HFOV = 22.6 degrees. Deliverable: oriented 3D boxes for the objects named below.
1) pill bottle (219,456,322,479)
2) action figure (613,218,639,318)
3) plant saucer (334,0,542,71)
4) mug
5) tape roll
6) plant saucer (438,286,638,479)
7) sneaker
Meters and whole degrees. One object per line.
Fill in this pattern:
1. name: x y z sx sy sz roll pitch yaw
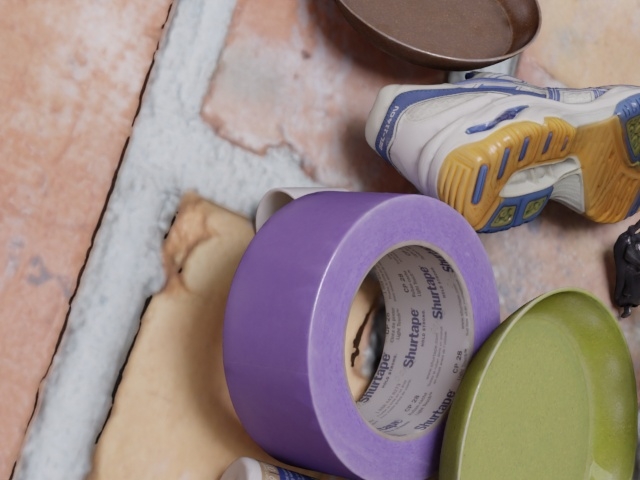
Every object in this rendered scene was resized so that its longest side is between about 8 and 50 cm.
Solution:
1. pill bottle: -0.008 0.188 1.045 0.120 0.067 0.067 20 67 -21
2. action figure: 0.303 0.087 1.140 0.164 0.141 0.276 4 43 -21
3. plant saucer: 0.080 -0.176 1.180 0.168 0.029 0.168 11 42 -10
4. mug: -0.002 -0.003 1.115 0.064 0.062 0.078 -13 114 -38
5. tape roll: 0.030 0.062 1.053 0.189 0.080 0.189 -6 98 -45
6. plant saucer: 0.147 0.150 1.102 0.241 0.037 0.241 -8 101 -51
7. sneaker: 0.160 -0.084 1.184 0.296 0.131 0.112 -3 121 -48
